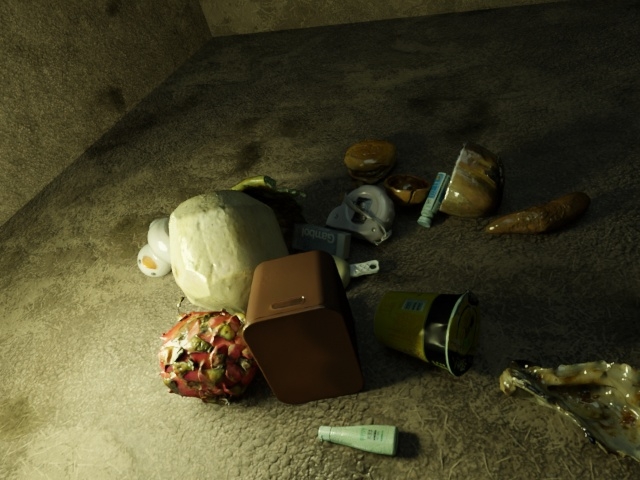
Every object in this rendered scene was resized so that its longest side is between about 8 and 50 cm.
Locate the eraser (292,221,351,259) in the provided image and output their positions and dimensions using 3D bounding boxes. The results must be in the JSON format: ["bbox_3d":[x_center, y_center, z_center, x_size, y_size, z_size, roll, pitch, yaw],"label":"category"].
[{"bbox_3d":[0.000,0.000,1.707,0.212,0.092,0.046,13,14,31],"label":"eraser"}]

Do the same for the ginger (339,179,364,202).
[{"bbox_3d":[0.119,-0.173,1.878,0.096,0.067,0.165,-10,29,10],"label":"ginger"}]

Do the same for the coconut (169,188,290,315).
[{"bbox_3d":[-0.281,0.058,1.535,0.344,0.415,0.416,-21,36,33],"label":"coconut"}]

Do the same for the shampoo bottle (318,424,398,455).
[{"bbox_3d":[0.090,0.474,1.206,0.190,0.041,0.069,-1,49,19],"label":"shampoo bottle"}]

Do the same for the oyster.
[{"bbox_3d":[0.561,0.352,1.096,0.336,0.133,0.198,11,51,32],"label":"oyster"}]

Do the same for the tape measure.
[{"bbox_3d":[0.153,-0.093,1.711,0.236,0.120,0.197,16,80,32],"label":"tape measure"}]

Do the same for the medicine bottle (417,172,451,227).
[{"bbox_3d":[0.387,-0.139,1.695,0.051,0.051,0.191,19,79,35],"label":"medicine bottle"}]

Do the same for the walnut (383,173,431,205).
[{"bbox_3d":[0.307,-0.169,1.774,0.166,0.087,0.211,0,23,5],"label":"walnut"}]

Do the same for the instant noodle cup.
[{"bbox_3d":[0.274,0.221,1.304,0.236,0.216,0.216,8,47,36],"label":"instant noodle cup"}]

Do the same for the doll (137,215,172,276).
[{"bbox_3d":[-0.564,0.035,1.839,0.220,0.221,0.251,-3,21,17],"label":"doll"}]

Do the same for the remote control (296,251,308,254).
[{"bbox_3d":[-0.073,0.065,1.690,0.053,0.018,0.124,3,20,22],"label":"remote control"}]

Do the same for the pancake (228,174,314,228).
[{"bbox_3d":[-0.180,-0.129,1.719,0.304,0.427,0.067,7,71,8],"label":"pancake"}]

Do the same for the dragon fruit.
[{"bbox_3d":[-0.281,0.302,1.370,0.290,0.250,0.269,-22,36,20],"label":"dragon fruit"}]

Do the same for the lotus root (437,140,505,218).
[{"bbox_3d":[0.510,-0.191,1.634,0.191,0.272,0.272,20,53,22],"label":"lotus root"}]

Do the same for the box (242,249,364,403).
[{"bbox_3d":[-0.036,0.223,1.303,0.239,0.340,0.230,-12,39,8],"label":"box"}]

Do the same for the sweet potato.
[{"bbox_3d":[0.685,-0.069,1.539,0.341,0.092,0.114,-18,16,1],"label":"sweet potato"}]

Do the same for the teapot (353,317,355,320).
[{"bbox_3d":[0.058,0.203,1.486,0.110,0.080,0.085,31,89,27],"label":"teapot"}]

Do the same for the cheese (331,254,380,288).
[{"bbox_3d":[0.056,0.093,1.606,0.248,0.071,0.163,-25,43,-7],"label":"cheese"}]

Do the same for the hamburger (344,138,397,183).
[{"bbox_3d":[0.199,-0.316,1.976,0.213,0.108,0.214,-9,38,7],"label":"hamburger"}]
